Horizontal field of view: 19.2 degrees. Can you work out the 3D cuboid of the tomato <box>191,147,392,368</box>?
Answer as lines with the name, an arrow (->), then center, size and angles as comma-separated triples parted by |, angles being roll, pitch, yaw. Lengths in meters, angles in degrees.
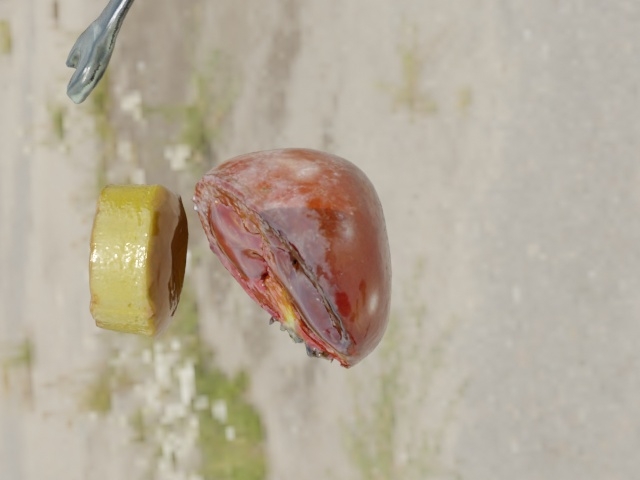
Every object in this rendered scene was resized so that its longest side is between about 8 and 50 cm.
tomato -> 0.000, 0.000, 1.185 | 0.159, 0.091, 0.139 | 40, 159, 41

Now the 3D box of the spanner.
spanner -> -0.083, -0.192, 1.099 | 0.254, 0.015, 0.054 | -58, 28, 11

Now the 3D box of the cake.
cake -> -0.095, 0.009, 1.000 | 0.084, 0.044, 0.084 | 6, -90, -85
